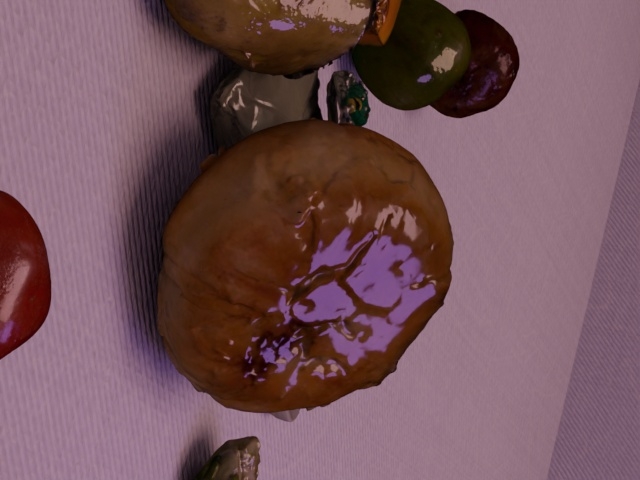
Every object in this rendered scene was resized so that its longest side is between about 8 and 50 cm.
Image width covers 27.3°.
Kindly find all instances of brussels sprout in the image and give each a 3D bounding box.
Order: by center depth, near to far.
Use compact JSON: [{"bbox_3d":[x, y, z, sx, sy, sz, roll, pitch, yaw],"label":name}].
[{"bbox_3d":[-0.135,0.357,1.823,0.139,0.101,0.181,-10,106,-75],"label":"brussels sprout"}]

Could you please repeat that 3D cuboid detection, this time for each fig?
[{"bbox_3d":[0.133,-0.307,2.073,0.191,0.181,0.181,38,61,-36],"label":"fig"},{"bbox_3d":[0.242,-0.352,2.378,0.290,0.191,0.190,-109,-179,-45],"label":"fig"}]

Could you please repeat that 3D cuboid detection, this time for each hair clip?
[{"bbox_3d":[0.039,-0.080,1.913,0.138,0.091,0.321,-41,140,-72],"label":"hair clip"}]

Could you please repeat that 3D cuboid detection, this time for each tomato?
[{"bbox_3d":[-0.322,0.042,1.317,0.166,0.082,0.174,-41,136,-54],"label":"tomato"}]

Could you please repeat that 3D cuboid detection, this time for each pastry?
[{"bbox_3d":[-0.027,0.030,1.684,0.410,0.245,0.409,-12,126,-17],"label":"pastry"}]

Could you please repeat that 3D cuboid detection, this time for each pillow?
[{"bbox_3d":[-0.055,-0.155,1.834,0.274,0.076,0.280,-55,146,-46],"label":"pillow"}]

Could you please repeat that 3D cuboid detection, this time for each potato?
[{"bbox_3d":[-0.085,-0.318,1.596,0.266,0.229,0.229,15,84,-40],"label":"potato"}]

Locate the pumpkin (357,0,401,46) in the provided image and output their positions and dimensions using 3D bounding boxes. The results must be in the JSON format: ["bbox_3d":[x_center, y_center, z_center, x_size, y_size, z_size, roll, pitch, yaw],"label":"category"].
[{"bbox_3d":[0.030,-0.392,1.882,0.126,0.131,0.248,-65,157,-13],"label":"pumpkin"}]

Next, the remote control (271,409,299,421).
[{"bbox_3d":[-0.023,0.175,2.051,0.230,0.049,0.090,-59,147,-39],"label":"remote control"}]
